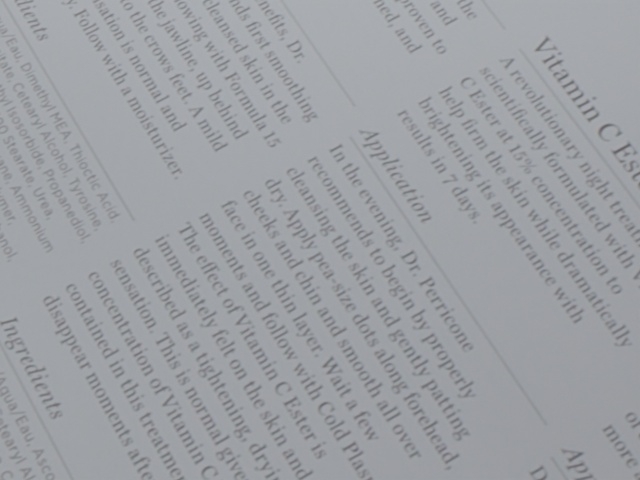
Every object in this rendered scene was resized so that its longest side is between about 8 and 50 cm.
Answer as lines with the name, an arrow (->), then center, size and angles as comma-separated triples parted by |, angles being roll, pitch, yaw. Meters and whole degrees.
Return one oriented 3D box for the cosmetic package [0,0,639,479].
cosmetic package -> 0.000, 0.000, 0.389 | 0.377, 0.284, 0.097 | 57, -10, 24
